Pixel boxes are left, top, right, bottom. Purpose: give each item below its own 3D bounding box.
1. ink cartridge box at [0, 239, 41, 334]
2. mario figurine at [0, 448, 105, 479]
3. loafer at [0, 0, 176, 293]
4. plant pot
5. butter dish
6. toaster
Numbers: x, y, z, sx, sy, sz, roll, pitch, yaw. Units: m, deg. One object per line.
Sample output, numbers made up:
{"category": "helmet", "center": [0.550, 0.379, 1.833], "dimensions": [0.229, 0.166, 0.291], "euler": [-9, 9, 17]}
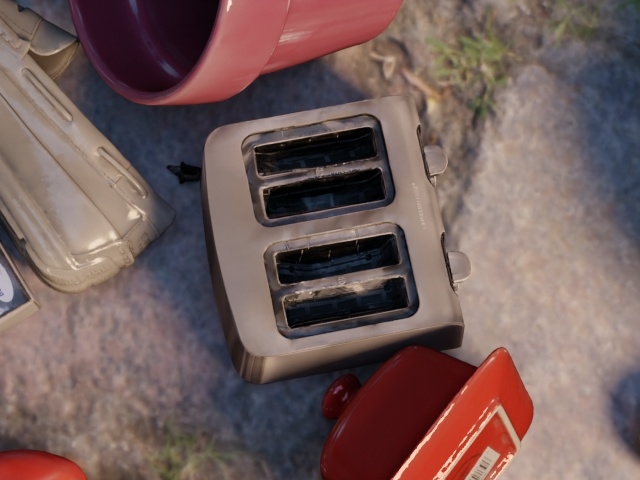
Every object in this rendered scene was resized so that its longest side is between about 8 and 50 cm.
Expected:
{"category": "ink cartridge box", "center": [-0.373, 0.061, 1.289], "dimensions": [0.333, 0.065, 0.165], "euler": [-32, 85, -7]}
{"category": "mario figurine", "center": [-0.124, 0.263, 1.214], "dimensions": [0.320, 0.170, 0.198], "euler": [42, 47, -4]}
{"category": "loafer", "center": [-0.218, -0.116, 1.307], "dimensions": [0.111, 0.112, 0.319], "euler": [-33, 92, -13]}
{"category": "plant pot", "center": [-0.047, -0.193, 1.276], "dimensions": [0.180, 0.201, 0.201], "euler": [-6, 80, -39]}
{"category": "butter dish", "center": [0.052, 0.131, 1.275], "dimensions": [0.118, 0.160, 0.160], "euler": [33, 80, 25]}
{"category": "toaster", "center": [0.000, 0.000, 1.291], "dimensions": [0.186, 0.110, 0.168], "euler": [-10, 77, -5]}
